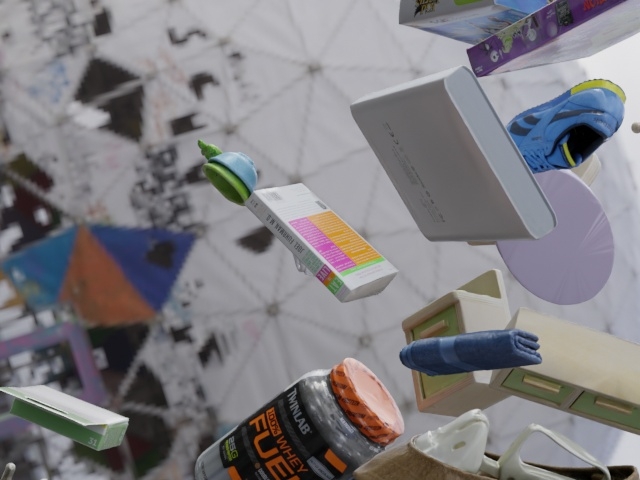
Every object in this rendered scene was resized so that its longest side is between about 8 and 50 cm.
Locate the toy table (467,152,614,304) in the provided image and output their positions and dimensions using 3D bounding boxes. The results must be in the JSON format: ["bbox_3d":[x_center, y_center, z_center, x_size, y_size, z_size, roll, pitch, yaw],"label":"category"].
[{"bbox_3d":[0.353,-0.042,2.396,0.161,0.252,0.274,-110,179,-59],"label":"toy table"}]

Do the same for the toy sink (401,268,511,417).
[{"bbox_3d":[0.240,0.171,2.613,0.153,0.131,0.234,-34,-126,44],"label":"toy sink"}]

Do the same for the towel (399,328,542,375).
[{"bbox_3d":[0.136,0.100,1.366,0.067,0.119,0.029,24,62,-54],"label":"towel"}]

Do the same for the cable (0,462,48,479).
[{"bbox_3d":[-0.397,0.407,1.755,0.139,0.287,0.072,40,8,4],"label":"cable"}]

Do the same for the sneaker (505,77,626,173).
[{"bbox_3d":[0.265,-0.111,1.732,0.069,0.082,0.209,35,-36,-19],"label":"sneaker"}]

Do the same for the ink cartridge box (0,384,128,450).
[{"bbox_3d":[-0.430,0.291,2.468,0.235,0.171,0.056,16,94,-80],"label":"ink cartridge box"}]

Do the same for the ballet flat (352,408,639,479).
[{"bbox_3d":[0.214,0.266,1.740,0.116,0.342,0.124,-82,-174,-75],"label":"ballet flat"}]

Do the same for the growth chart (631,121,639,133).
[{"bbox_3d":[0.480,-0.049,1.948,0.237,0.021,0.172,68,-15,-6],"label":"growth chart"}]

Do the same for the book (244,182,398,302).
[{"bbox_3d":[0.000,0.000,1.519,0.144,0.096,0.035,46,-65,17],"label":"book"}]

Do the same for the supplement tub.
[{"bbox_3d":[-0.034,0.364,2.596,0.207,0.338,0.207,46,16,-17],"label":"supplement tub"}]

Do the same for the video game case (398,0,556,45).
[{"bbox_3d":[0.311,-0.377,2.529,0.244,0.269,0.061,0,-98,55],"label":"video game case"}]

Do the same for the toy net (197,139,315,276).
[{"bbox_3d":[-0.064,-0.026,1.793,0.232,0.045,0.122,49,-19,-27],"label":"toy net"}]

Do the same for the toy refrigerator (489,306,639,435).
[{"bbox_3d":[0.368,0.185,1.977,0.102,0.269,0.094,109,-1,-64],"label":"toy refrigerator"}]

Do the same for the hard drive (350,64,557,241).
[{"bbox_3d":[0.145,-0.091,1.732,0.203,0.040,0.307,59,-16,-9],"label":"hard drive"}]

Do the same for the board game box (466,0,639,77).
[{"bbox_3d":[0.361,-0.283,1.835,0.347,0.208,0.056,-23,-102,57],"label":"board game box"}]
